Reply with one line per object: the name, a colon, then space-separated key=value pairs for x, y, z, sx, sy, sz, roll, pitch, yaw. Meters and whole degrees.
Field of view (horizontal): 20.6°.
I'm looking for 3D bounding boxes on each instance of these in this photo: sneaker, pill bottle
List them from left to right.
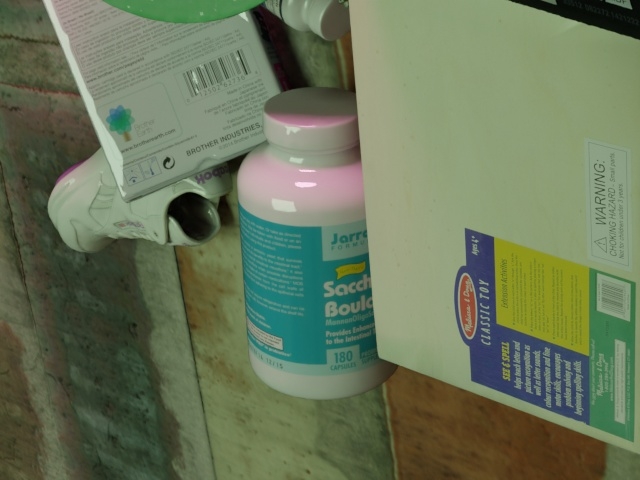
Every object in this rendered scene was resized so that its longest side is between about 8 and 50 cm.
sneaker: x=-0.188 y=-0.037 z=1.831 sx=0.152 sy=0.114 sz=0.305 roll=61 pitch=144 yaw=9
pill bottle: x=-0.021 y=-0.226 z=1.551 sx=0.120 sy=0.067 sz=0.067 roll=39 pitch=137 yaw=32
pill bottle: x=0.000 y=0.000 z=1.584 sx=0.146 sy=0.146 sz=0.264 roll=25 pitch=129 yaw=42

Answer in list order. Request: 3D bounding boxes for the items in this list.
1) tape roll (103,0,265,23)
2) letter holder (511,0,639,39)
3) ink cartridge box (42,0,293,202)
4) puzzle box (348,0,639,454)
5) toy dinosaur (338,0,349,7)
tape roll: x=-0.120 y=-0.340 z=1.435 sx=0.321 sy=0.077 sz=0.321 roll=10 pitch=120 yaw=19
letter holder: x=0.155 y=-0.294 z=1.225 sx=0.302 sy=0.214 sz=0.152 roll=24 pitch=155 yaw=37
ink cartridge box: x=-0.155 y=-0.214 z=1.653 sx=0.186 sy=0.065 sz=0.311 roll=-21 pitch=96 yaw=14
puzzle box: x=0.150 y=-0.045 z=1.392 sx=0.272 sy=0.052 sz=0.409 roll=19 pitch=128 yaw=35
toy dinosaur: x=0.102 y=-0.232 z=1.403 sx=0.268 sy=0.064 sz=0.118 roll=15 pitch=124 yaw=42
